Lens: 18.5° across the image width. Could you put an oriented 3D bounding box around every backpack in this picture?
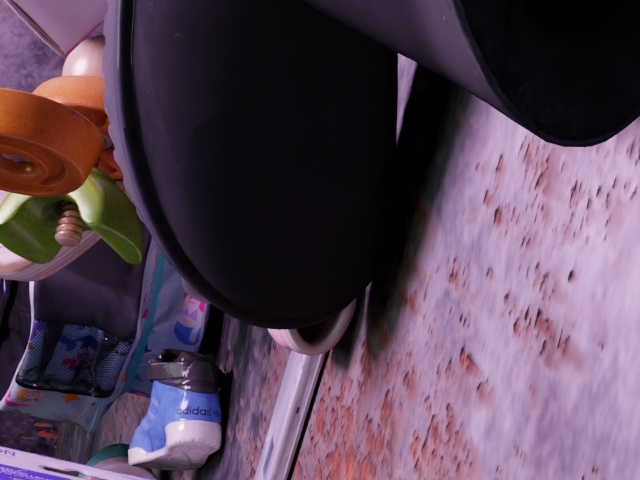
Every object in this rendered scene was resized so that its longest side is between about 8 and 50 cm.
[{"bbox_3d":[-0.189,0.041,1.675,0.253,0.191,0.225,124,158,-50],"label":"backpack"}]

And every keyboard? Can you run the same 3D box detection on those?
[{"bbox_3d":[-0.030,0.142,1.215,0.072,0.014,0.256,-87,11,-58],"label":"keyboard"}]

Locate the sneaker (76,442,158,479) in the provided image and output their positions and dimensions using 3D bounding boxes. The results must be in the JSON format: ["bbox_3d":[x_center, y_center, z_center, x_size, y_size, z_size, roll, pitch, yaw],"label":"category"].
[{"bbox_3d":[-0.213,0.331,1.794,0.121,0.108,0.302,-131,60,-78],"label":"sneaker"}]

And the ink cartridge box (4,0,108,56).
[{"bbox_3d":[-0.057,-0.273,1.277,0.371,0.069,0.176,-45,14,3],"label":"ink cartridge box"}]

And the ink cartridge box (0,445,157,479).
[{"bbox_3d":[-0.174,0.203,1.397,0.208,0.206,0.045,-129,53,-78],"label":"ink cartridge box"}]

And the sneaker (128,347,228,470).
[{"bbox_3d":[-0.112,0.130,1.529,0.152,0.058,0.084,137,137,-66],"label":"sneaker"}]

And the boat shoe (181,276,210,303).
[{"bbox_3d":[-0.070,-0.049,1.440,0.065,0.075,0.206,-97,15,-50],"label":"boat shoe"}]

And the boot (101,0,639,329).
[{"bbox_3d":[0.029,-0.098,0.800,0.445,0.146,0.367,-155,54,-66],"label":"boot"}]

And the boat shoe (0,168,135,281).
[{"bbox_3d":[-0.134,-0.074,1.455,0.302,0.109,0.098,-50,-31,-19],"label":"boat shoe"}]

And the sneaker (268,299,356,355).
[{"bbox_3d":[0.000,0.000,1.076,0.070,0.051,0.134,-137,54,-76],"label":"sneaker"}]

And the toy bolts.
[{"bbox_3d":[-0.112,-0.091,1.262,0.218,0.228,0.158,56,-140,-59],"label":"toy bolts"}]
